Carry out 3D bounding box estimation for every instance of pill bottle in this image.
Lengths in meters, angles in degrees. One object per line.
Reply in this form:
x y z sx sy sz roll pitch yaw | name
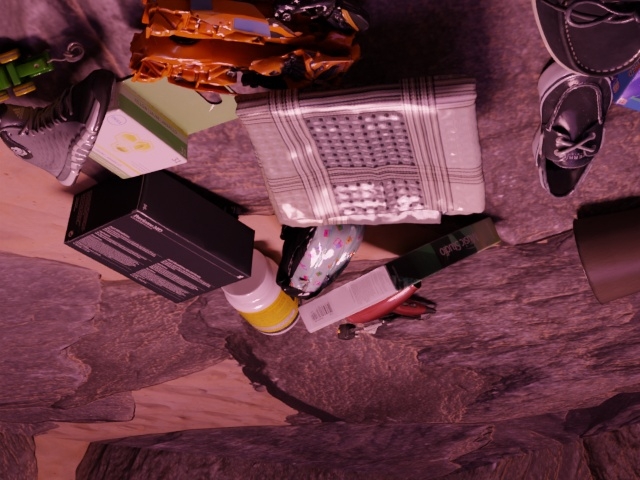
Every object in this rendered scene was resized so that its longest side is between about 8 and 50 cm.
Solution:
-0.117 0.098 1.968 0.119 0.119 0.208 -8 156 13 | pill bottle

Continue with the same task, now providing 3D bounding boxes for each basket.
0.587 0.009 1.812 0.226 0.154 0.204 -17 150 22 | basket

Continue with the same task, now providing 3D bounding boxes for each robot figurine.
-0.083 -0.239 1.266 0.290 0.085 0.211 5 156 -17 | robot figurine

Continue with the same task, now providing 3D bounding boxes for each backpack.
0.000 0.000 1.750 0.115 0.152 0.182 14 136 -19 | backpack

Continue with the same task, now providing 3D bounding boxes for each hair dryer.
0.149 0.126 2.147 0.223 0.080 0.293 -15 164 -12 | hair dryer

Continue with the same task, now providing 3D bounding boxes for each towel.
0.064 -0.102 1.378 0.312 0.056 0.324 -4 151 9 | towel

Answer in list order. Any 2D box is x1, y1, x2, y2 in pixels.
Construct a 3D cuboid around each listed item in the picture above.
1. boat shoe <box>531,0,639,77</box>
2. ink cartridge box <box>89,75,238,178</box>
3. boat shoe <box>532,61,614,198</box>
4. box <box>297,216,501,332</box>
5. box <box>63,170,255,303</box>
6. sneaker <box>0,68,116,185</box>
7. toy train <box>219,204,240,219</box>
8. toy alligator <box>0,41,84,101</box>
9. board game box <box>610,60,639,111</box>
0.337 -0.303 1.086 0.186 0.156 0.500 -4 157 0 | boat shoe
-0.236 -0.169 1.448 0.235 0.056 0.171 -12 154 24 | ink cartridge box
0.362 -0.155 1.472 0.108 0.102 0.301 -3 156 0 | boat shoe
0.144 0.059 1.805 0.322 0.059 0.232 -24 176 -45 | box
-0.265 -0.006 1.710 0.184 0.103 0.261 -18 144 35 | box
-0.357 -0.159 1.335 0.132 0.086 0.229 22 141 -16 | sneaker
-0.201 -0.028 1.792 0.036 0.027 0.158 23 145 -38 | toy train
-0.384 -0.223 1.324 0.189 0.056 0.051 -16 -162 12 | toy alligator
0.513 -0.220 1.328 0.210 0.047 0.160 13 138 -11 | board game box
